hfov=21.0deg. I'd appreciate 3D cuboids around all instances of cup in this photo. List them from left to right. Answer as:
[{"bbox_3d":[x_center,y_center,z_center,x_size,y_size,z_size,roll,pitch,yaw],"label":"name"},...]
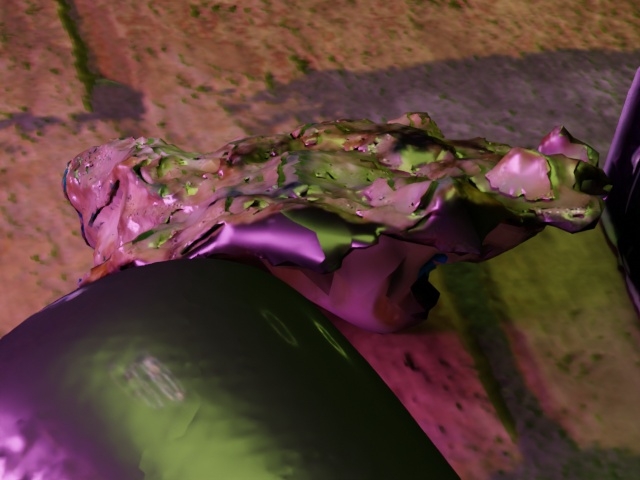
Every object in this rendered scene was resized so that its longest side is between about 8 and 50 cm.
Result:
[{"bbox_3d":[-0.048,0.128,0.524,0.223,0.169,0.176,-46,62,-6],"label":"cup"}]

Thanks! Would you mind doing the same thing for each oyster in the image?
[{"bbox_3d":[-0.001,-0.009,0.686,0.198,0.092,0.259,-6,-6,-10],"label":"oyster"}]

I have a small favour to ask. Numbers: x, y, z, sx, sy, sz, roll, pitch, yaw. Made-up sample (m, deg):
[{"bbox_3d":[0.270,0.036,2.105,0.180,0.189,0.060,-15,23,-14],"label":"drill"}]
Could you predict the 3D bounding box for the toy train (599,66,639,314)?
[{"bbox_3d":[0.201,0.074,0.677,0.088,0.086,0.407,5,37,-11],"label":"toy train"}]
